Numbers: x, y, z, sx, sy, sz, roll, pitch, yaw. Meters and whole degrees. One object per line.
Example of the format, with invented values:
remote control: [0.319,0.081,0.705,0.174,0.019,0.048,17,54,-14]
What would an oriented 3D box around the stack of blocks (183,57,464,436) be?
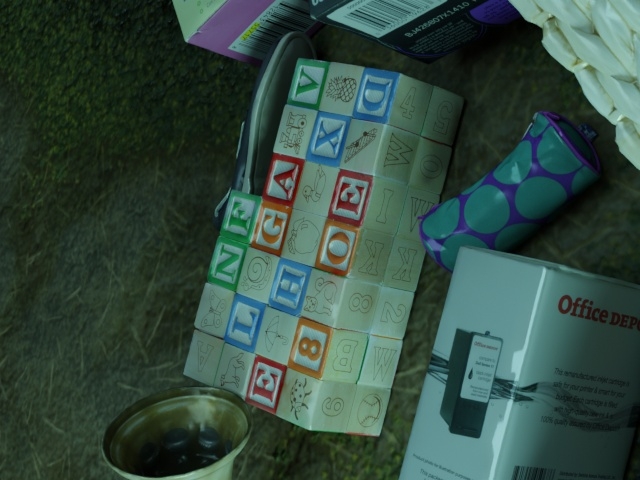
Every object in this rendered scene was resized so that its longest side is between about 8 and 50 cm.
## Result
stack of blocks: [0.000,0.000,1.139,0.171,0.087,0.297,17,93,46]

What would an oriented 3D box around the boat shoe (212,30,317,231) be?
boat shoe: [-0.058,-0.096,1.230,0.065,0.075,0.206,18,98,42]

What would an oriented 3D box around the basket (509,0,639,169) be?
basket: [0.296,-0.141,0.653,0.266,0.331,0.328,-41,78,34]

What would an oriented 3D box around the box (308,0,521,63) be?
box: [0.081,-0.304,1.039,0.165,0.143,0.270,-23,65,39]

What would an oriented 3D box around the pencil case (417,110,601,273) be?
pencil case: [0.145,-0.035,1.020,0.151,0.064,0.070,-42,70,30]

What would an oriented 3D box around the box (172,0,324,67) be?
box: [-0.049,-0.325,1.243,0.213,0.117,0.243,-39,57,32]

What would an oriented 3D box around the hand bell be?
hand bell: [-0.101,0.260,1.133,0.126,0.126,0.242,22,130,45]

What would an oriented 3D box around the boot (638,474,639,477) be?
boot: [0.248,0.114,0.894,0.084,0.059,0.158,34,97,47]

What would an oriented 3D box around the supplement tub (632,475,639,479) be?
supplement tub: [0.256,0.206,0.764,0.272,0.191,0.191,-43,54,29]

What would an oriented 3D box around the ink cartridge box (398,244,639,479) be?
ink cartridge box: [0.147,0.118,0.921,0.087,0.153,0.208,16,91,47]
